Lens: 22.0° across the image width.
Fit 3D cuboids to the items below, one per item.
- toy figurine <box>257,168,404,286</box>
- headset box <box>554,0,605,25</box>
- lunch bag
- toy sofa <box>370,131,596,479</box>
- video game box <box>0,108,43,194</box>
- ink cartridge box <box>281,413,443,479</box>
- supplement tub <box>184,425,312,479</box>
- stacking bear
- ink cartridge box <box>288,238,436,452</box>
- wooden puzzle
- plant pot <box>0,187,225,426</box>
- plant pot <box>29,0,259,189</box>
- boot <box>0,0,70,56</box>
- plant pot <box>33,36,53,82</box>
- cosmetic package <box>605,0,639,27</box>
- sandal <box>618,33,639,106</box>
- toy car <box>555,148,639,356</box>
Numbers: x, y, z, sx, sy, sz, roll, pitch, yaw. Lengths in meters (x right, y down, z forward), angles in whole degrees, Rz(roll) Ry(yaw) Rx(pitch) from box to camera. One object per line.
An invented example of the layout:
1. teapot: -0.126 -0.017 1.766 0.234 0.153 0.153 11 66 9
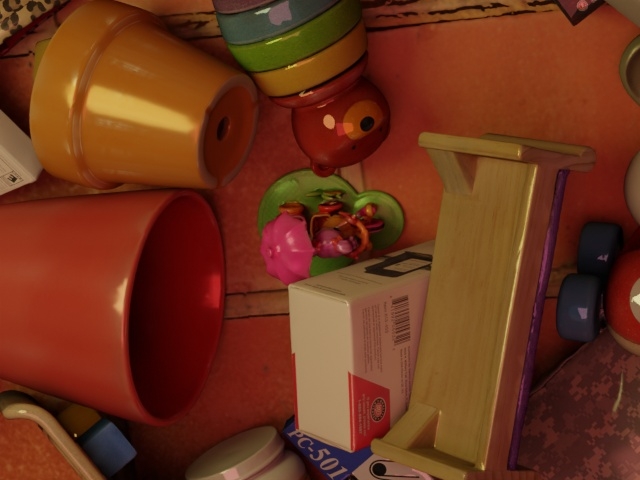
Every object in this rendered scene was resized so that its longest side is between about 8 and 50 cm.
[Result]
1. toy figurine: 0.000 0.000 1.830 0.173 0.159 0.130 -1 106 9
2. headset box: 0.257 -0.406 1.692 0.218 0.110 0.293 -37 98 17
3. lunch bag: 0.349 0.246 1.833 0.235 0.169 0.287 -44 84 17
4. toy sofa: 0.187 0.071 1.715 0.150 0.177 0.363 12 94 49
5. video game box: -0.439 -0.122 1.860 0.187 0.048 0.205 -20 125 37
6. ink cartridge box: 0.061 0.264 1.956 0.097 0.046 0.207 -42 95 17
7. supplement tub: -0.063 0.336 1.946 0.144 0.144 0.200 -23 101 15
8. stacking bear: -0.014 -0.211 1.776 0.175 0.164 0.289 -35 113 -24
9. ink cartridge box: 0.086 0.109 1.806 0.100 0.237 0.172 15 113 45
10. wooden puzzle: -0.224 0.287 1.894 0.080 0.322 0.348 -44 98 -11
11. plant pot: -0.267 0.065 1.855 0.243 0.275 0.275 4 107 19
12. plant pot: -0.177 -0.139 1.771 0.187 0.205 0.205 18 109 23
13. boot: -0.488 -0.294 1.846 0.377 0.138 0.284 -33 98 11
14. plant pot: -0.279 -0.197 1.864 0.083 0.081 0.081 13 108 17
15. cosmetic package: 0.486 -0.222 1.593 0.453 0.161 0.230 34 95 -20
16. sandal: 0.449 -0.114 1.756 0.302 0.086 0.120 31 109 -3
17. toy car: 0.368 -0.018 1.711 0.219 0.210 0.238 6 124 20
